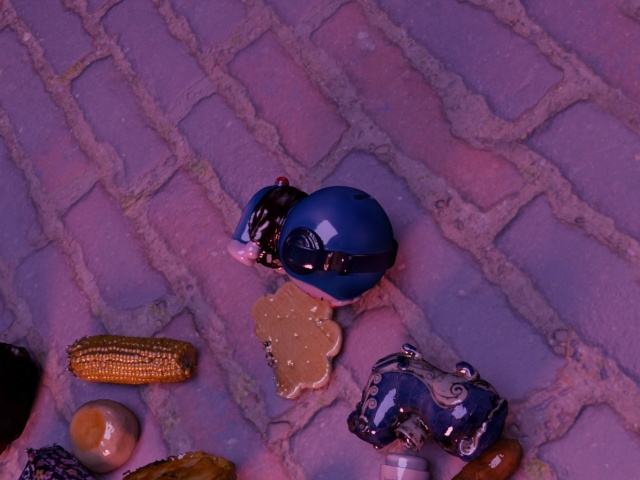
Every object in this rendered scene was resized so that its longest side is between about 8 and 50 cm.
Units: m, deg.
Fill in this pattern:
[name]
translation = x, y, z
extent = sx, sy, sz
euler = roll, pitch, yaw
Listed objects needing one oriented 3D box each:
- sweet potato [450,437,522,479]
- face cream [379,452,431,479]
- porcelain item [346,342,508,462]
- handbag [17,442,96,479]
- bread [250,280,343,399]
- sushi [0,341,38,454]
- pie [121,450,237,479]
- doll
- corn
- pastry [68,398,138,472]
[sweet potato]
translation = 0.225, 0.480, 1.544
extent = 0.354, 0.106, 0.095
euler = -59, 15, -7
[face cream]
translation = 0.148, 0.428, 1.613
extent = 0.091, 0.091, 0.095
euler = 3, 75, 28
[porcelain item]
translation = 0.182, 0.299, 1.597
extent = 0.288, 0.138, 0.186
euler = 17, 59, 44
[handbag]
translation = -0.552, 0.554, 1.875
extent = 0.229, 0.127, 0.207
euler = 27, 95, 32
[bread]
translation = -0.041, 0.194, 1.850
extent = 0.182, 0.039, 0.250
euler = -28, 56, 10
[sushi]
translation = -0.814, 0.334, 2.013
extent = 0.300, 0.294, 0.281
euler = -23, 59, 14
[pie]
translation = -0.299, 0.492, 1.698
extent = 0.315, 0.315, 0.092
euler = -8, 101, 23
[doll]
translation = 0.000, 0.000, 1.792
extent = 0.310, 0.284, 0.240
euler = 23, 109, 33
[corn]
translation = -0.415, 0.259, 1.967
extent = 0.318, 0.115, 0.115
euler = -2, 66, 26
[pastry]
translation = -0.463, 0.411, 1.927
extent = 0.156, 0.092, 0.156
euler = -11, 68, 30
